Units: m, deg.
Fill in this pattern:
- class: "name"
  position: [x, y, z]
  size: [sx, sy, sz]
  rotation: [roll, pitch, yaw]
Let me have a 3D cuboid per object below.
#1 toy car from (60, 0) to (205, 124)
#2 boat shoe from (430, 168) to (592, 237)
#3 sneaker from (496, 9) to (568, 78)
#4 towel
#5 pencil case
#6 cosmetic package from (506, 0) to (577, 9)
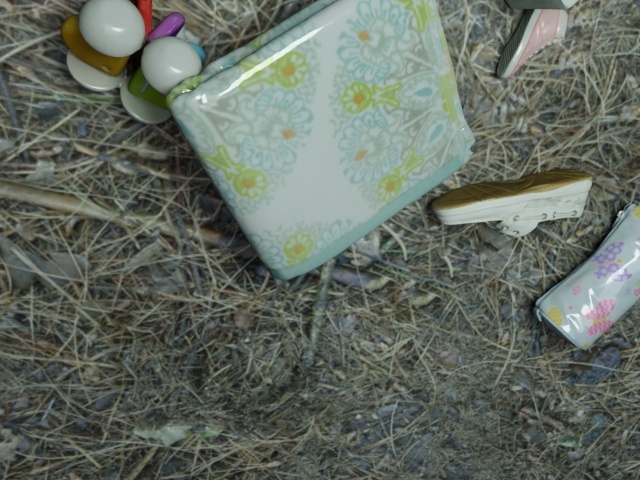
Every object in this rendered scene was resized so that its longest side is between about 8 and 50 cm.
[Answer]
- class: "toy car"
  position: [-0.227, -0.248, 0.786]
  size: [0.182, 0.159, 0.136]
  rotation: [32, 64, -21]
- class: "boat shoe"
  position: [0.316, -0.047, 0.996]
  size: [0.277, 0.098, 0.096]
  rotation: [-10, 111, -10]
- class: "sneaker"
  position: [0.327, -0.298, 0.927]
  size: [0.070, 0.051, 0.134]
  rotation: [24, 99, -15]
- class: "towel"
  position: [0.026, -0.155, 0.828]
  size: [0.375, 0.090, 0.320]
  rotation: [-35, 128, -10]
- class: "pencil case"
  position: [0.506, 0.066, 1.075]
  size: [0.124, 0.113, 0.273]
  rotation: [38, 98, -12]
- class: "cosmetic package"
  position: [0.323, -0.431, 0.821]
  size: [0.184, 0.151, 0.151]
  rotation: [-43, 114, 5]
